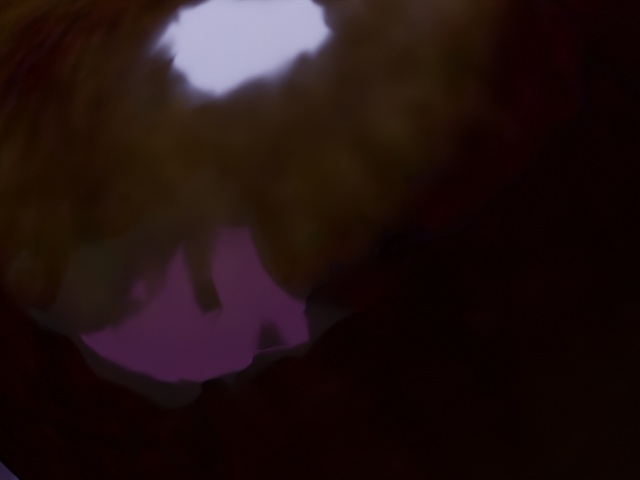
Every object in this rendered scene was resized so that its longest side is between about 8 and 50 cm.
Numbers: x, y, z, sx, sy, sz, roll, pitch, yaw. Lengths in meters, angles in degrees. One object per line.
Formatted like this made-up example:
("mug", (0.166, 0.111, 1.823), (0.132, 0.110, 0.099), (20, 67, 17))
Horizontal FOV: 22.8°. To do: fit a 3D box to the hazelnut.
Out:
("hazelnut", (0.000, 0.000, 0.765), (0.429, 0.402, 0.402), (1, 107, 30))
